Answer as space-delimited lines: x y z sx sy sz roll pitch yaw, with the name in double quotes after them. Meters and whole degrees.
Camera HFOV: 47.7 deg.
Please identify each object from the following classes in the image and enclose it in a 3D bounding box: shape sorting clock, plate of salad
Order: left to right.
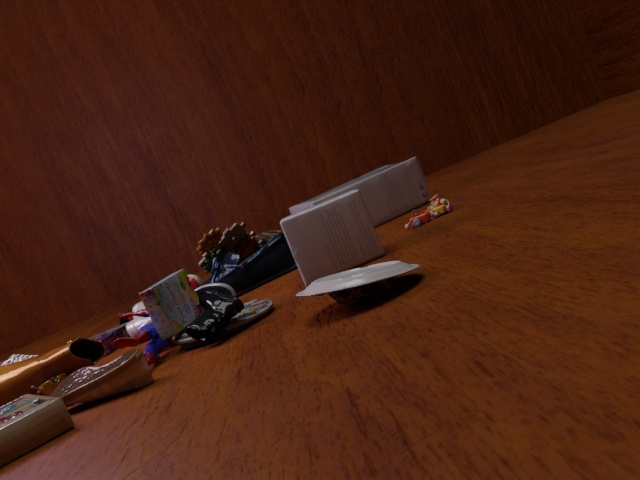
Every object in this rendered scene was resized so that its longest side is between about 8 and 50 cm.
-0.191 0.155 1.414 0.206 0.040 0.206 -23 5 2 "shape sorting clock"
0.060 0.071 1.133 0.200 0.048 0.200 -13 1 0 "plate of salad"

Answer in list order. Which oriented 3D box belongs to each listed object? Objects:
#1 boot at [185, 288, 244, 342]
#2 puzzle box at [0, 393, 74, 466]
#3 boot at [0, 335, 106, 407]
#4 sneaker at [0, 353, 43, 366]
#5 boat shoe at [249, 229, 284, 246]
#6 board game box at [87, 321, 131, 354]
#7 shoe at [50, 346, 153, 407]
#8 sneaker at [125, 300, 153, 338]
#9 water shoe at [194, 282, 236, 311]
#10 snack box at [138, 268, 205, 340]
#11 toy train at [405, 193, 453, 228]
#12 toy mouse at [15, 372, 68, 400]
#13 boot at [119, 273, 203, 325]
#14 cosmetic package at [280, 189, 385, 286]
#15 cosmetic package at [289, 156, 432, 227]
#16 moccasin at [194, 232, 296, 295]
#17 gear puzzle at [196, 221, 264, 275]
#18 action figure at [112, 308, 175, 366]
-0.207 0.139 1.322 0.121 0.045 0.099 6 40 42 "boot"
-0.596 0.349 1.079 0.409 0.052 0.272 -26 5 -34 "puzzle box"
-0.597 0.272 1.490 0.211 0.104 0.295 -30 -8 19 "boot"
-0.716 0.317 1.760 0.235 0.094 0.090 -21 3 5 "sneaker"
-0.141 0.024 2.295 0.120 0.122 0.324 -19 11 -19 "boat shoe"
-0.683 0.317 1.906 0.347 0.056 0.208 -22 9 6 "board game box"
-0.371 0.245 1.216 0.219 0.058 0.076 -25 23 26 "shoe"
-0.428 0.192 1.845 0.094 0.080 0.212 -34 15 2 "sneaker"
-0.292 0.149 1.768 0.203 0.072 0.080 -21 3 16 "water shoe"
-0.287 0.122 1.413 0.037 0.100 0.141 -25 5 19 "snack box"
0.269 -0.078 1.827 0.125 0.046 0.166 -21 5 13 "toy train"
-0.550 0.306 1.429 0.143 0.031 0.161 -33 -5 22 "toy mouse"
-0.464 0.188 2.101 0.244 0.088 0.176 -30 2 25 "boot"
0.023 -0.009 1.573 0.184 0.151 0.151 -22 4 0 "cosmetic package"
0.123 -0.113 2.256 0.385 0.156 0.217 -24 6 -24 "cosmetic package"
-0.227 0.082 1.937 0.342 0.116 0.138 -26 5 -28 "moccasin"
-0.249 0.037 2.032 0.175 0.044 0.339 -48 -23 -4 "gear puzzle"
-0.359 0.195 1.424 0.139 0.091 0.280 -13 6 10 "action figure"
